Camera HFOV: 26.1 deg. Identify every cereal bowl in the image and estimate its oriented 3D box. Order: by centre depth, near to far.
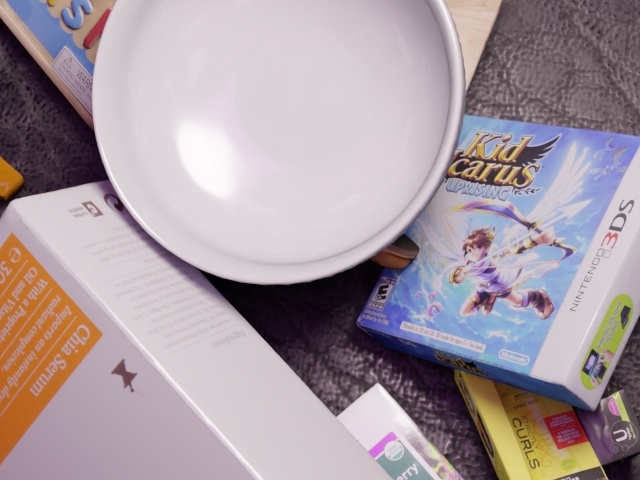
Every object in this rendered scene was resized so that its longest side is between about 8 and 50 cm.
[{"bbox_3d":[-0.028,-0.132,1.262,0.338,0.141,0.339,1,93,13],"label":"cereal bowl"}]

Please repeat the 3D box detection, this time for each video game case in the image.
[{"bbox_3d":[0.187,0.009,1.282,0.269,0.061,0.244,13,70,48],"label":"video game case"}]

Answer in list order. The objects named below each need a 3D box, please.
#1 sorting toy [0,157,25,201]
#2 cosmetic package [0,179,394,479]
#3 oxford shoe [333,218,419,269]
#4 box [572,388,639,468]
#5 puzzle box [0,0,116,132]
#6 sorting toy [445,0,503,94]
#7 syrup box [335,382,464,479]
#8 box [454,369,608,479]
[{"bbox_3d":[-0.468,-0.103,1.433,0.307,0.041,0.229,40,76,11],"label":"sorting toy"},{"bbox_3d":[-0.143,0.187,1.231,0.453,0.161,0.230,45,115,12],"label":"cosmetic package"},{"bbox_3d":[0.000,0.000,1.357,0.212,0.076,0.076,17,100,29],"label":"oxford shoe"},{"bbox_3d":[0.268,0.182,1.302,0.052,0.083,0.062,-20,75,-3],"label":"box"},{"bbox_3d":[-0.259,-0.345,1.405,0.409,0.052,0.272,49,116,13],"label":"puzzle box"},{"bbox_3d":[0.033,-0.197,1.408,0.257,0.089,0.255,20,77,8],"label":"sorting toy"},{"bbox_3d":[0.094,0.254,1.284,0.093,0.096,0.237,-40,78,-8],"label":"syrup box"},{"bbox_3d":[0.199,0.188,1.268,0.087,0.058,0.232,-16,48,-4],"label":"box"}]
